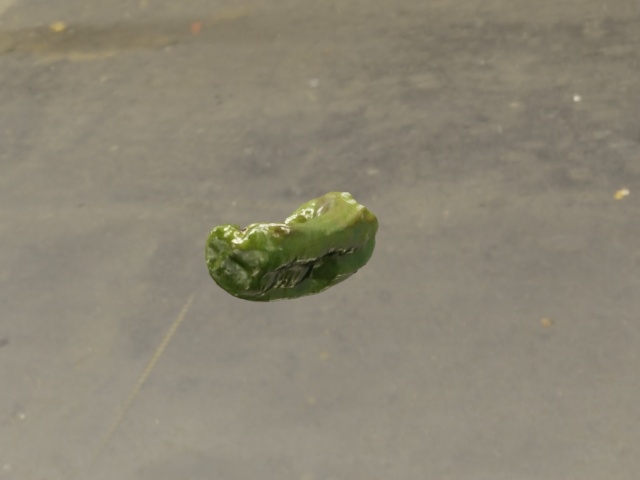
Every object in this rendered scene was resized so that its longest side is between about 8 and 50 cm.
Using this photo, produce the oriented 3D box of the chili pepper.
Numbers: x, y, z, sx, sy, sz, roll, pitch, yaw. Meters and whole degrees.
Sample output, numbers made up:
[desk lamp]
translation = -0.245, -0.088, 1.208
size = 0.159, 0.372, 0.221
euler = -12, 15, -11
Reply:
[chili pepper]
translation = 0.000, -0.003, 0.805
size = 0.072, 0.073, 0.204
euler = -37, -10, 35
